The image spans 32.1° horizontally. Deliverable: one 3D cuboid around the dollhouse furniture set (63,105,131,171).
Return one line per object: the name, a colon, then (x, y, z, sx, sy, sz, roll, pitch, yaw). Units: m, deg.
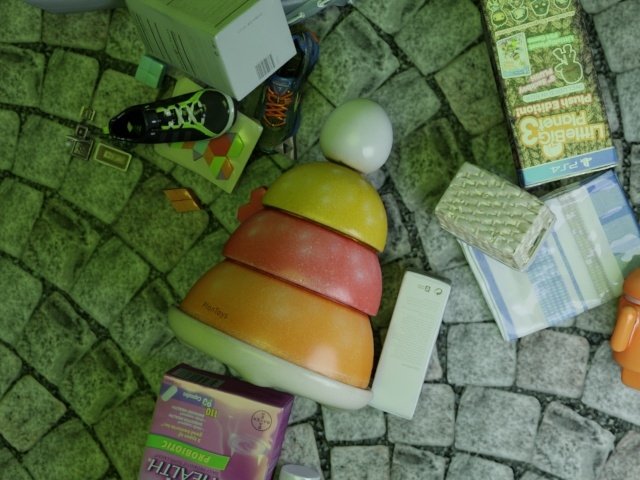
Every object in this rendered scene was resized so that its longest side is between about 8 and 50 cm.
dollhouse furniture set: (-0.382, -0.172, 1.917, 0.114, 0.081, 0.091, 21, 96, 7)

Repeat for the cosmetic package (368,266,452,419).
cosmetic package: (0.148, 0.167, 1.837, 0.085, 0.117, 0.231, 18, 94, 8)

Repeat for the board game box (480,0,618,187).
board game box: (0.349, -0.238, 1.727, 0.141, 0.232, 0.291, -13, 91, 9)

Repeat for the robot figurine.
robot figurine: (0.534, 0.132, 1.760, 0.158, 0.128, 0.219, 5, 102, 0)

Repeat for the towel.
towel: (0.391, 0.026, 1.834, 0.285, 0.034, 0.209, -23, 90, 9)

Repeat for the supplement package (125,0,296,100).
supplement package: (-0.180, -0.351, 1.781, 0.139, 0.134, 0.244, -42, 51, -21)

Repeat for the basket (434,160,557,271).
basket: (0.278, -0.041, 1.779, 0.167, 0.103, 0.113, 31, 86, 21)

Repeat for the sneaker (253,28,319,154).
sneaker: (-0.067, -0.253, 1.862, 0.083, 0.087, 0.221, 15, 95, 8)

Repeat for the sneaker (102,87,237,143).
sneaker: (-0.250, -0.192, 1.827, 0.234, 0.097, 0.084, -9, 100, 24)

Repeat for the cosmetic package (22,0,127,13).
cosmetic package: (-0.414, -0.471, 1.856, 0.151, 0.183, 0.151, -4, 92, 9)

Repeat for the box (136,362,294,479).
box: (-0.183, 0.359, 1.895, 0.213, 0.117, 0.243, 16, 95, 8)

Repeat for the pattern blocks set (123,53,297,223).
pattern blocks set: (-0.191, -0.173, 1.878, 0.324, 0.026, 0.285, 19, 109, 17)

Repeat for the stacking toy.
stacking toy: (0.000, 0.000, 1.760, 0.350, 0.350, 0.480, 23, 88, 7)

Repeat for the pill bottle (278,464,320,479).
pill bottle: (-0.051, 0.474, 1.892, 0.094, 0.094, 0.169, 14, 95, 8)

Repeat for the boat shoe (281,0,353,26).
boat shoe: (0.016, -0.440, 1.853, 0.319, 0.116, 0.099, -23, 132, 2)
